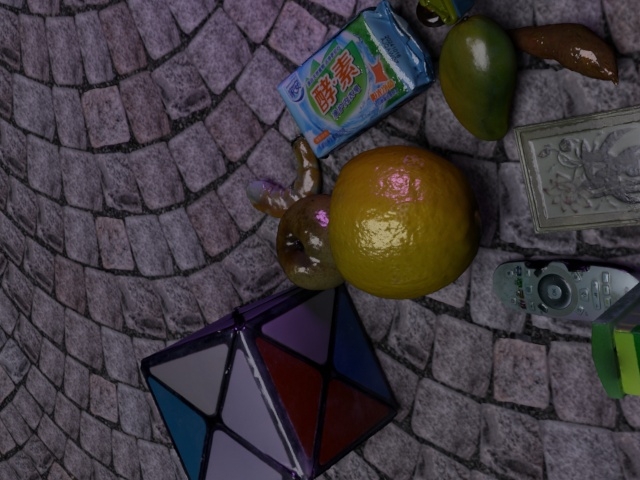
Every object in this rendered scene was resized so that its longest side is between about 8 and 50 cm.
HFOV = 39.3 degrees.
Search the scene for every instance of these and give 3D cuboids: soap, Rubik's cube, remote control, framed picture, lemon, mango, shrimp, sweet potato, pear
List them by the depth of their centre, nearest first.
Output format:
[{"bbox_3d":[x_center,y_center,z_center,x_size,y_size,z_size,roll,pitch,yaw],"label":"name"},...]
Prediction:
[{"bbox_3d":[0.329,-0.274,1.237,0.226,0.068,0.068,33,126,40],"label":"sweet potato"},{"bbox_3d":[0.397,-0.098,1.284,0.231,0.010,0.173,-7,103,39],"label":"framed picture"},{"bbox_3d":[0.225,-0.235,1.299,0.122,0.085,0.191,30,139,28],"label":"mango"},{"bbox_3d":[0.375,0.071,1.348,0.256,0.045,0.097,5,109,40],"label":"remote control"},{"bbox_3d":[0.141,-0.026,1.369,0.219,0.240,0.240,4,110,24],"label":"lemon"},{"bbox_3d":[0.053,-0.253,1.444,0.293,0.077,0.156,-34,86,41],"label":"soap"},{"bbox_3d":[0.000,0.000,1.542,0.167,0.137,0.167,0,90,50],"label":"pear"},{"bbox_3d":[-0.095,0.273,1.616,0.310,0.307,0.305,-22,93,40],"label":"Rubik's cube"},{"bbox_3d":[-0.071,-0.120,1.616,0.161,0.049,0.166,17,116,29],"label":"shrimp"}]

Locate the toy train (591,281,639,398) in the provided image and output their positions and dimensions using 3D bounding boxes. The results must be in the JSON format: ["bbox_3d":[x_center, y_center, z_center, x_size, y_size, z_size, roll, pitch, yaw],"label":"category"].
[{"bbox_3d":[0.486,0.105,1.114,0.202,0.301,0.120,2,113,46],"label":"toy train"}]

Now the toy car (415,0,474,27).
[{"bbox_3d":[0.140,-0.420,1.248,0.142,0.200,0.248,-44,63,1],"label":"toy car"}]
